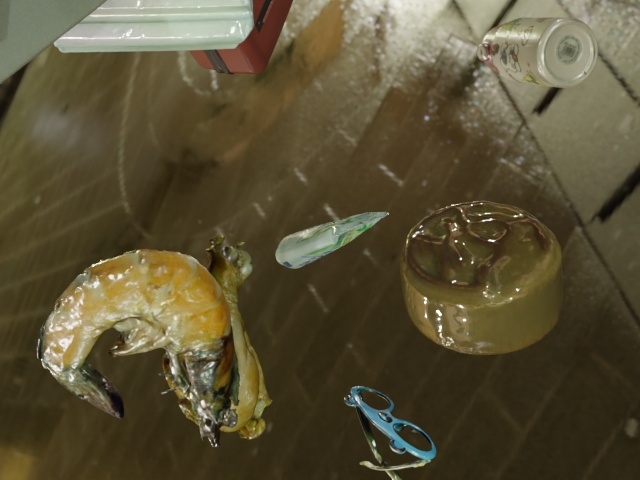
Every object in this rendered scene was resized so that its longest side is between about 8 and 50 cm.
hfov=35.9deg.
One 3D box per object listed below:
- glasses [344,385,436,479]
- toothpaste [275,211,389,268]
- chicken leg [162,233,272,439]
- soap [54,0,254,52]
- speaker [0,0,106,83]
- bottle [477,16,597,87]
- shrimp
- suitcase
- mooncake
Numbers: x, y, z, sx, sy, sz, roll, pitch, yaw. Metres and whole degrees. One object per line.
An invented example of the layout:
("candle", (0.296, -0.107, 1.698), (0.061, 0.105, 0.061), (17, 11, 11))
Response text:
("glasses", (0.144, 0.416, 2.059), (0.239, 0.102, 0.207), (42, 151, 37))
("toothpaste", (0.000, 0.000, 1.296), (0.048, 0.074, 0.297), (68, 158, 0))
("chicken leg", (-0.188, 0.167, 1.862), (0.153, 0.201, 0.429), (79, -171, -48))
("soap", (-0.244, -0.366, 1.443), (0.095, 0.289, 0.173), (-164, 71, -80))
("speaker", (-0.446, -0.292, 1.166), (0.406, 0.183, 0.184), (-41, 62, -10))
("bottle", (0.370, -0.334, 1.745), (0.120, 0.120, 0.253), (-66, 23, 2))
("shrimp", (-0.243, 0.187, 1.447), (0.272, 0.445, 0.085), (-22, 45, -4))
("suitcase", (-0.155, -0.480, 1.839), (0.161, 0.236, 0.297), (11, 70, 22))
("mooncake", (0.283, 0.057, 1.743), (0.284, 0.284, 0.155), (-100, -1, -51))
